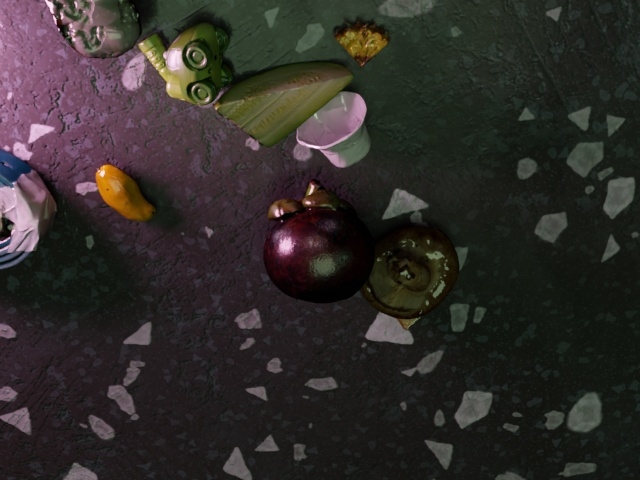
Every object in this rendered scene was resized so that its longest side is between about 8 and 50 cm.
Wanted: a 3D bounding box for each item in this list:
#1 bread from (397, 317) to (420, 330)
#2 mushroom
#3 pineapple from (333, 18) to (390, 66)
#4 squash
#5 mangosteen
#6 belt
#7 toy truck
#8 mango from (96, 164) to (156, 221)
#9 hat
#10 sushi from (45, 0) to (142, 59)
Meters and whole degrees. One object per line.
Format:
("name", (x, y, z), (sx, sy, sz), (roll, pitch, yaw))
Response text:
("bread", (0.232, 0.181, 2.172), (0.084, 0.080, 0.109), (-39, 115, 12))
("mushroom", (0.233, 0.103, 2.063), (0.267, 0.254, 0.267), (12, 129, 15))
("pineapple", (0.100, -0.476, 1.848), (0.137, 0.069, 0.116), (6, 122, 4))
("squash", (-0.096, -0.380, 1.851), (0.289, 0.111, 0.203), (-40, 132, 19))
("mangosteen", (0.002, 0.015, 1.964), (0.300, 0.300, 0.300), (-1, 117, -3))
("belt", (-0.898, -0.092, 1.919), (0.436, 0.173, 0.300), (10, 113, -8))
("toy truck", (-0.314, -0.412, 1.816), (0.211, 0.148, 0.187), (-6, 122, 23))
("mango", (-0.512, -0.119, 1.984), (0.098, 0.075, 0.190), (-29, 122, 17))
("hat", (0.050, -0.261, 1.898), (0.203, 0.203, 0.126), (-28, 131, 11))
("sushi", (-0.506, -0.580, 1.685), (0.234, 0.207, 0.348), (-19, 122, -7))
